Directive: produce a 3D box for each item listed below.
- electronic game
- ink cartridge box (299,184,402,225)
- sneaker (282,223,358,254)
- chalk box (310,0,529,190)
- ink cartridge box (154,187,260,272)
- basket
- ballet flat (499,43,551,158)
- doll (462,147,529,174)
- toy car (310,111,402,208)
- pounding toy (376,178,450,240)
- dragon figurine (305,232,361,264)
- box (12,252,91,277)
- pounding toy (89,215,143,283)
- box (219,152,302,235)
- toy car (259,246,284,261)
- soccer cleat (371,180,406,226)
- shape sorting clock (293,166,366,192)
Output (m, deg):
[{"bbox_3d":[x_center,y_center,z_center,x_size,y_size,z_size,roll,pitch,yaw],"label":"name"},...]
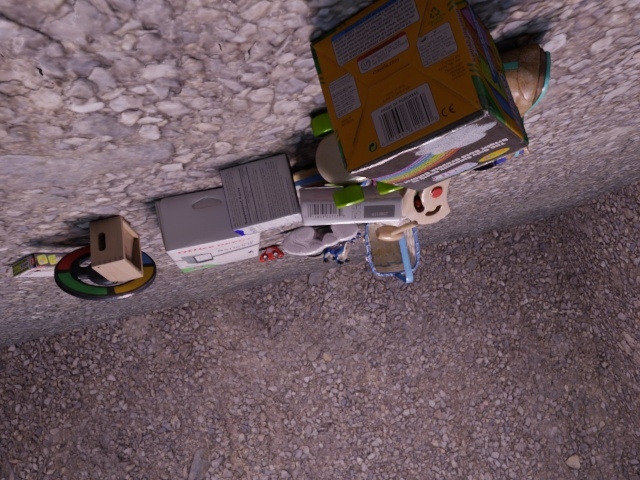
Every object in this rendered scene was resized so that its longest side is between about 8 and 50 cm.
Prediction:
[{"bbox_3d":[-0.519,0.073,1.181,0.229,0.229,0.048,-8,125,-33],"label":"electronic game"},{"bbox_3d":[0.051,-0.097,0.988,0.188,0.066,0.232,-3,-153,-2],"label":"ink cartridge box"},{"bbox_3d":[0.000,0.000,1.727,0.268,0.102,0.153,-16,168,-3],"label":"sneaker"},{"bbox_3d":[0.153,-0.184,0.654,0.180,0.179,0.288,-21,170,30],"label":"chalk box"},{"bbox_3d":[-0.260,-0.020,1.167,0.210,0.122,0.289,-13,170,-10],"label":"ink cartridge box"},{"bbox_3d":[0.268,0.021,1.790,0.200,0.255,0.289,-10,-179,-10],"label":"basket"},{"bbox_3d":[0.311,-0.232,0.860,0.123,0.116,0.342,4,175,16],"label":"ballet flat"},{"bbox_3d":[0.456,-0.217,1.300,0.188,0.046,0.129,-19,168,27],"label":"doll"},{"bbox_3d":[0.081,-0.153,0.865,0.148,0.155,0.188,-17,-177,16],"label":"toy car"},{"bbox_3d":[0.242,-0.094,1.071,0.154,0.155,0.270,2,134,-26],"label":"pounding toy"},{"bbox_3d":[0.055,0.019,1.977,0.085,0.144,0.289,-8,-172,-41],"label":"dragon figurine"},{"bbox_3d":[-0.689,0.065,1.302,0.114,0.036,0.207,-19,169,29],"label":"box"},{"bbox_3d":[-0.475,0.016,1.107,0.100,0.141,0.130,-14,156,-3],"label":"pounding toy"},{"bbox_3d":[-0.116,-0.089,0.968,0.137,0.126,0.072,-14,172,3],"label":"box"},{"bbox_3d":[-0.097,0.026,1.899,0.224,0.053,0.238,-5,167,-46],"label":"toy car"},{"bbox_3d":[0.194,-0.109,1.250,0.115,0.143,0.331,-14,170,-1],"label":"soccer cleat"},{"bbox_3d":[0.012,-0.140,1.108,0.206,0.041,0.206,-3,176,0],"label":"shape sorting clock"}]
